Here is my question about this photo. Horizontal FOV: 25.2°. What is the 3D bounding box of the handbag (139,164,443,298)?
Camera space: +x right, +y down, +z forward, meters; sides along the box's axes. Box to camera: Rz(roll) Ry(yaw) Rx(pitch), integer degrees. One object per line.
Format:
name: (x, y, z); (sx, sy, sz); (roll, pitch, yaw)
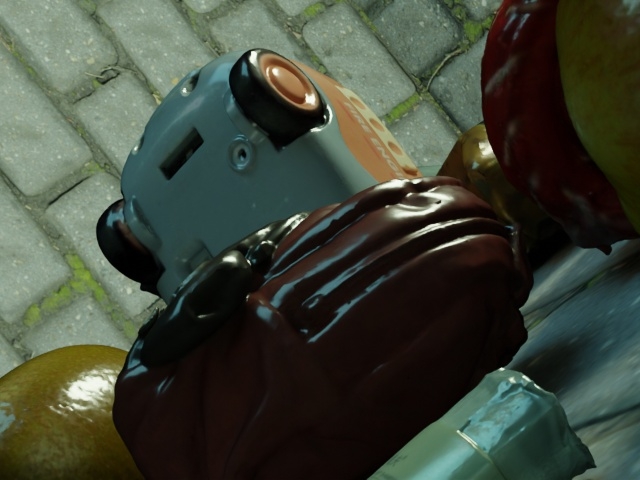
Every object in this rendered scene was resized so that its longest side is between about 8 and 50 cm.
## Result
handbag: (0.001, -0.008, 1.242); (0.332, 0.075, 0.191); (-16, 7, -36)

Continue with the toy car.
toy car: (0.000, 0.000, 0.983); (0.180, 0.270, 0.212); (-44, -20, 29)

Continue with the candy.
candy: (0.129, -0.020, 1.105); (0.143, 0.101, 0.271); (-30, -10, -21)

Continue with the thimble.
thimble: (0.176, -0.097, 0.784); (0.189, 0.163, 0.125); (-46, 2, 10)

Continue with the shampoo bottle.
shampoo bottle: (0.000, 0.127, 0.480); (0.212, 0.049, 0.072); (-40, -3, -10)

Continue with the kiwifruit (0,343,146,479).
kiwifruit: (-0.196, 0.186, 1.073); (0.196, 0.196, 0.234); (-38, 5, 36)

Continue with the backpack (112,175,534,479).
backpack: (0.015, 0.061, 0.702); (0.229, 0.139, 0.229); (-38, -18, -15)

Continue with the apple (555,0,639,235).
apple: (0.191, -0.083, 0.582); (0.173, 0.160, 0.195); (-15, 19, 26)
